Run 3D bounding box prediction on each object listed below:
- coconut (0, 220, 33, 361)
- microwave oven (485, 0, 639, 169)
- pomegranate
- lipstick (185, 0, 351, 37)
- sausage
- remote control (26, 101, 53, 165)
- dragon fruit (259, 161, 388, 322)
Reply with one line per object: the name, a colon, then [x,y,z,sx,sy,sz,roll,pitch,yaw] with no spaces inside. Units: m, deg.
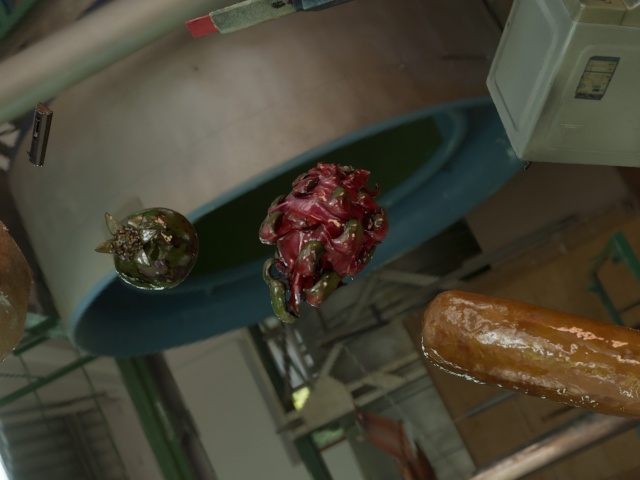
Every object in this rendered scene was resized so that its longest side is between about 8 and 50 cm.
coconut: [-0.400,0.057,0.941,0.224,0.234,0.224,39,-138,-46]
microwave oven: [0.449,-0.264,1.313,0.286,0.355,0.218,103,164,-44]
pomegranate: [-0.271,0.005,1.491,0.169,0.148,0.148,78,167,-69]
lipstick: [-0.066,-0.353,1.394,0.051,0.312,0.051,-24,-77,-60]
sausage: [0.234,0.121,0.997,0.109,0.270,0.109,-41,-43,-54]
remote control: [-0.388,-0.145,1.276,0.034,0.091,0.016,34,-145,19]
dragon fruit: [0.001,-0.010,1.509,0.273,0.218,0.198,-68,-19,-62]
